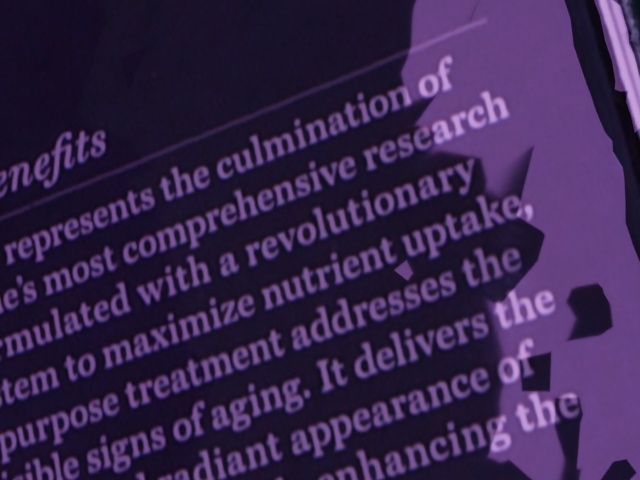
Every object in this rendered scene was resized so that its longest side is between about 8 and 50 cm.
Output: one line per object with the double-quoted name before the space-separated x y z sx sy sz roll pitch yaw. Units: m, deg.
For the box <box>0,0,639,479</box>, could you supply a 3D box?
"box" 0.069 0.098 0.729 0.297 0.480 0.471 -19 67 20
